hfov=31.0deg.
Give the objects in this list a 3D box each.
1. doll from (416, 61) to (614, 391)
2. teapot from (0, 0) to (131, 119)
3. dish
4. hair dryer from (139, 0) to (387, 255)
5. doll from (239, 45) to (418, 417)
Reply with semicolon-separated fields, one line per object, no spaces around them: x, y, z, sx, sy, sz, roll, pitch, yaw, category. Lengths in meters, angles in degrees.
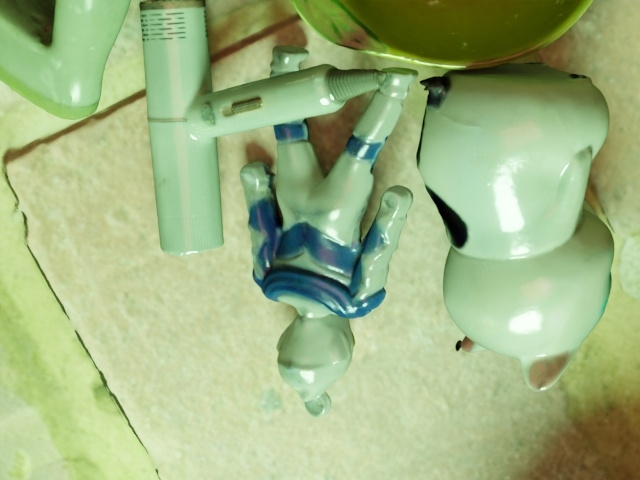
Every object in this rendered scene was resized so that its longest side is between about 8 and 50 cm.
0.115;-0.017;0.661;0.107;0.110;0.180;-17;108;-11;doll
-0.139;-0.258;0.589;0.239;0.321;0.239;38;71;17;teapot
0.072;-0.171;0.640;0.208;0.080;0.148;-6;104;6;dish
-0.031;-0.061;0.658;0.183;0.044;0.154;10;110;40;hair dryer
0.000;0.000;0.707;0.114;0.057;0.227;14;106;25;doll
